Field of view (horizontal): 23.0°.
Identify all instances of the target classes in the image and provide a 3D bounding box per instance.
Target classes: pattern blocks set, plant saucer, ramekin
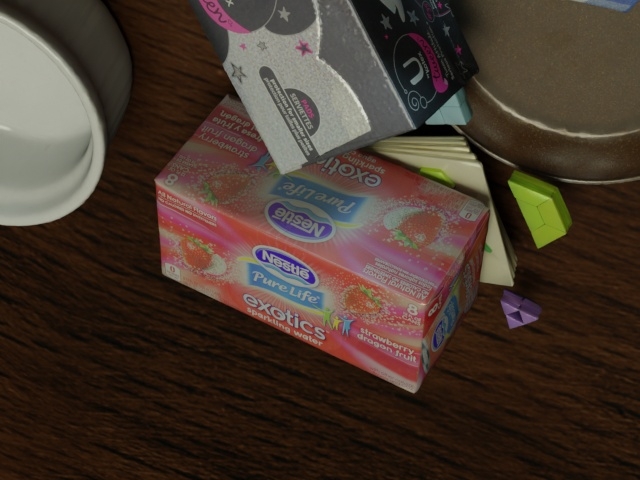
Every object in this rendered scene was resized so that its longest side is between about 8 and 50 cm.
[{"bbox_3d":[0.114,-0.028,1.568,0.285,0.026,0.325,-5,129,41],"label":"pattern blocks set"},{"bbox_3d":[0.233,-0.186,1.409,0.310,0.050,0.311,10,132,11],"label":"plant saucer"},{"bbox_3d":[-0.325,-0.162,1.585,0.277,0.135,0.277,10,132,12],"label":"ramekin"}]

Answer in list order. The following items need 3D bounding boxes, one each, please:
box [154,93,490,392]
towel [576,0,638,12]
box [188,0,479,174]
[{"bbox_3d":[0.000,0.000,1.544,0.300,0.142,0.154,25,144,17],"label":"box"},{"bbox_3d":[0.198,-0.264,1.160,0.285,0.034,0.209,3,133,-42],"label":"towel"},{"bbox_3d":[-0.004,-0.207,1.370,0.163,0.142,0.247,-17,106,38],"label":"box"}]
